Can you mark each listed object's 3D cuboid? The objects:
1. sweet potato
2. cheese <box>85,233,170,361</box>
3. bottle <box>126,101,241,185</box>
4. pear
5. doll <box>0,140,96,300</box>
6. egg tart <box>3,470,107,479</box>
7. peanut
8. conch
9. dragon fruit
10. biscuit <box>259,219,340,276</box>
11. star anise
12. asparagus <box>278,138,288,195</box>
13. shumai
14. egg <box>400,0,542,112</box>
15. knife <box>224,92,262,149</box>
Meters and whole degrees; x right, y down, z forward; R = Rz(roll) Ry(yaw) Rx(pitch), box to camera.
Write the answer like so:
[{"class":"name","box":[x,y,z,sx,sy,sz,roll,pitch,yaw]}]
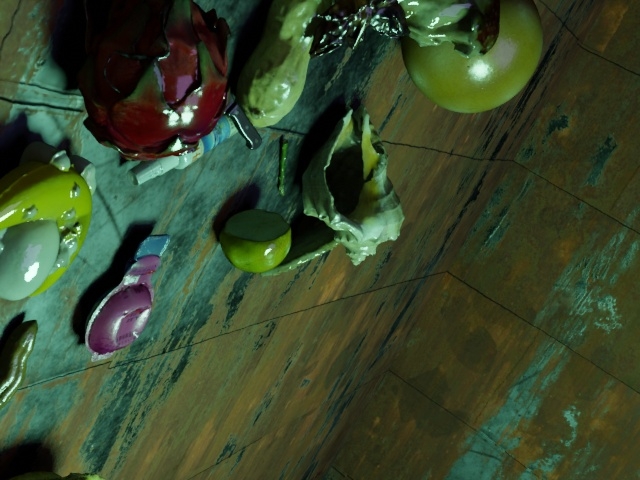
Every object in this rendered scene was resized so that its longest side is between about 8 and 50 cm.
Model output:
[{"class":"sweet potato","box":[-0.460,0.196,1.239,0.182,0.054,0.053,-57,169,-4]},{"class":"cheese","box":[-0.317,0.094,1.393,0.244,0.062,0.155,-63,160,16]},{"class":"bottle","box":[-0.204,-0.145,1.285,0.217,0.060,0.060,-41,155,-35]},{"class":"pear","box":[-0.119,0.011,1.598,0.141,0.141,0.104,-37,136,-41]},{"class":"doll","box":[-0.373,-0.004,1.053,0.252,0.111,0.237,-61,175,10]},{"class":"egg tart","box":[-0.521,0.510,1.445,0.352,0.150,0.352,-43,161,-19]},{"class":"peanut","box":[-0.054,-0.296,1.322,0.101,0.117,0.263,15,109,-35]},{"class":"conch","box":[0.048,-0.108,1.753,0.186,0.324,0.263,-15,-179,23]},{"class":"dragon fruit","box":[-0.200,-0.213,1.032,0.192,0.193,0.274,-8,134,-29]},{"class":"biscuit","box":[-0.001,-0.002,1.885,0.289,0.141,0.038,-36,111,-38]},{"class":"star anise","box":[0.073,-0.337,1.276,0.212,0.054,0.157,-35,157,13]},{"class":"asparagus","box":[-0.074,-0.139,1.652,0.016,0.016,0.163,-33,154,-27]},{"class":"shumai","box":[0.178,-0.446,1.364,0.346,0.283,0.217,-41,159,-24]},{"class":"egg","box":[0.306,-0.402,1.723,0.283,0.282,0.351,-55,161,-2]},{"class":"knife","box":[-0.161,-0.203,1.256,0.072,0.019,0.245,-50,139,-11]}]
